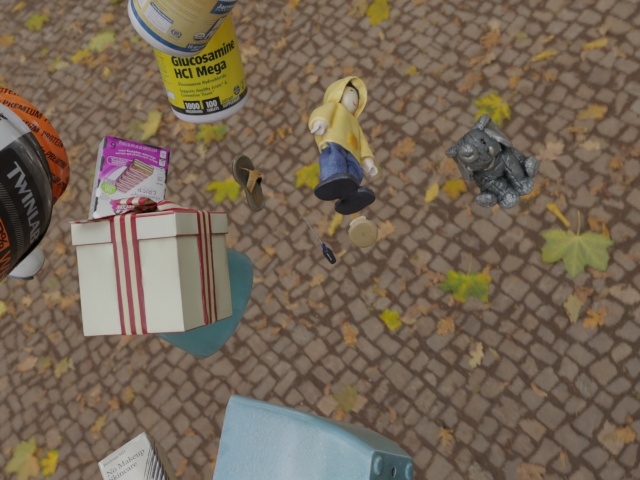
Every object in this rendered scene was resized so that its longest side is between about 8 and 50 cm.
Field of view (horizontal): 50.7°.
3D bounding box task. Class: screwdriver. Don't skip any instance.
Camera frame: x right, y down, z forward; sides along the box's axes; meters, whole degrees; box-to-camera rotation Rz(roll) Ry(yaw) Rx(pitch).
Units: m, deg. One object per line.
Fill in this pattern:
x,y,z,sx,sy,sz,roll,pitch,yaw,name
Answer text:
0.000,0.000,1.781,0.025,0.169,0.024,-3,43,32,screwdriver

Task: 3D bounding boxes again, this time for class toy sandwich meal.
0.108,-0.022,1.743,0.086,0.085,0.029,-26,17,8,toy sandwich meal

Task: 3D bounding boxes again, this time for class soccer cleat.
-0.789,0.005,1.530,0.332,0.143,0.116,7,59,11,soccer cleat

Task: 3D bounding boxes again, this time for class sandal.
-0.181,-0.154,1.803,0.049,0.180,0.072,7,43,36,sandal

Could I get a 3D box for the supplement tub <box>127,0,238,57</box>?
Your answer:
-0.207,-0.410,1.088,0.200,0.144,0.144,-39,46,41,supplement tub

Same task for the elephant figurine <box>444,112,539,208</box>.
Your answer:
0.356,-0.191,1.474,0.186,0.239,0.169,9,67,57,elephant figurine

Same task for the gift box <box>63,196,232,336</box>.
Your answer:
-0.346,0.046,1.334,0.277,0.255,0.258,-4,90,12,gift box

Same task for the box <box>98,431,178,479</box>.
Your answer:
-0.301,0.497,1.230,0.113,0.094,0.275,-34,49,-11,box

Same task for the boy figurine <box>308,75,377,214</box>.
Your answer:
0.048,-0.183,1.241,0.092,0.177,0.285,-25,46,34,boy figurine

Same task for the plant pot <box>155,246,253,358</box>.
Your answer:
-0.348,0.119,1.686,0.293,0.235,0.292,-36,39,36,plant pot

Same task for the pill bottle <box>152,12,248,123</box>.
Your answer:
-0.280,-0.445,1.500,0.188,0.333,0.187,-6,41,5,pill bottle

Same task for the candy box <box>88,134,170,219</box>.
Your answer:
-0.451,-0.115,1.591,0.071,0.159,0.233,-23,60,60,candy box

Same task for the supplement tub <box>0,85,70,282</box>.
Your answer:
-0.407,-0.010,0.649,0.207,0.207,0.338,-3,36,23,supplement tub

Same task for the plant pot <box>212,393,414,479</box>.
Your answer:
0.003,0.397,1.069,0.252,0.247,0.247,-2,69,33,plant pot
